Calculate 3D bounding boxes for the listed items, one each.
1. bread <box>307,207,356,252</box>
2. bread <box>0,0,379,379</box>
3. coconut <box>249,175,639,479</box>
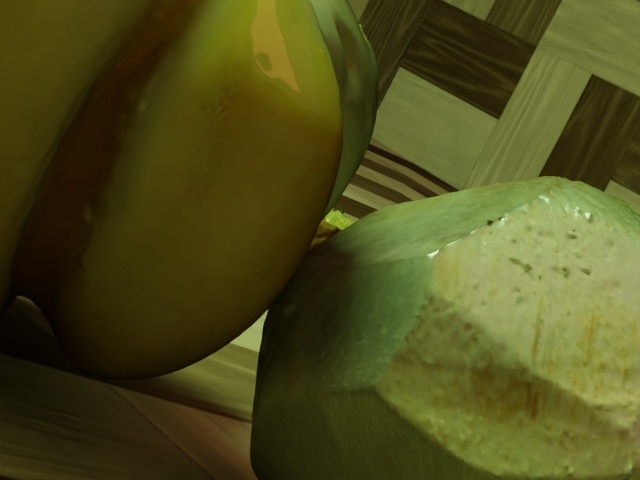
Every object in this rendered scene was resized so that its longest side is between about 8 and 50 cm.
[{"bbox_3d":[0.000,0.000,1.826,0.187,0.065,0.103,20,8,-39],"label":"bread"},{"bbox_3d":[-0.093,-0.104,0.941,0.245,0.329,0.424,8,6,-1],"label":"bread"},{"bbox_3d":[0.074,0.085,0.929,0.236,0.237,0.197,26,-34,-8],"label":"coconut"}]
